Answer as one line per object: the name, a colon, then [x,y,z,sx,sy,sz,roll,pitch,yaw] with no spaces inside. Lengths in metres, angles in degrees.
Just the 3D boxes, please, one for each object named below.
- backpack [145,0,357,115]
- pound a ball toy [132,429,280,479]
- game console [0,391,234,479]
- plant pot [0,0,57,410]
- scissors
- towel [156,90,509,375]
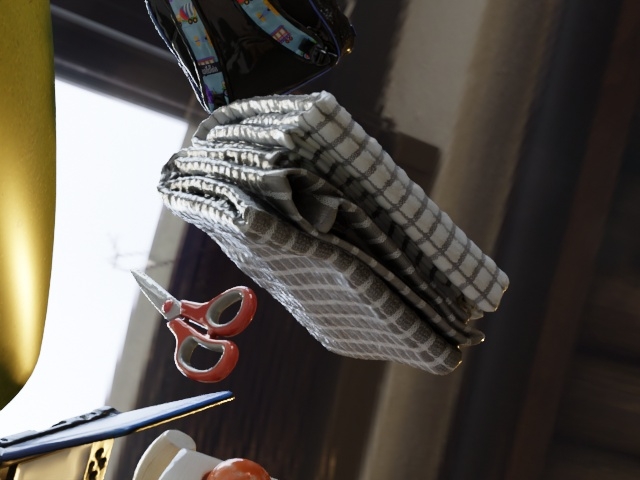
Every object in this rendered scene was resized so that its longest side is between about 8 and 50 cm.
backpack: [-0.069,-0.213,1.329,0.158,0.117,0.173,-28,-79,25]
pound a ball toy: [-0.014,0.235,1.130,0.319,0.208,0.136,19,-73,6]
game console: [-0.254,0.278,1.631,0.173,0.293,0.250,19,-81,20]
plant pot: [-0.244,-0.038,0.738,0.274,0.294,0.275,-6,-138,5]
scissors: [-0.162,0.086,1.565,0.297,0.021,0.109,9,-110,54]
towel: [0.000,0.000,1.203,0.121,0.235,0.283,-50,-160,-11]
